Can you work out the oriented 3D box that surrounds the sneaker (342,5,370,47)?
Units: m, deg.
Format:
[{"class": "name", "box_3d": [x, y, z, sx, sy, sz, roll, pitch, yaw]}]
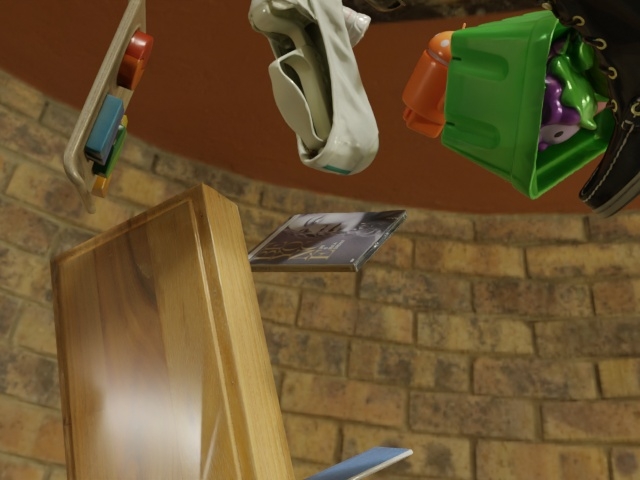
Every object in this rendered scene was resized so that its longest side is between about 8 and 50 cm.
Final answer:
[{"class": "sneaker", "box_3d": [0.016, -0.461, 1.694, 0.115, 0.090, 0.232, 34, -27, -15]}]

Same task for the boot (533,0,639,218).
[{"class": "boot", "box_3d": [0.220, -0.151, 0.596, 0.178, 0.085, 0.236, 29, -61, 6]}]

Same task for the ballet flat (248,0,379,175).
[{"class": "ballet flat", "box_3d": [-0.029, -0.283, 1.097, 0.139, 0.400, 0.139, -18, -5, -2]}]

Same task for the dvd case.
[{"class": "dvd case", "box_3d": [0.000, 0.000, 1.148, 0.221, 0.164, 0.018, -2, -62, 37]}]

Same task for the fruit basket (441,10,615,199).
[{"class": "fruit basket", "box_3d": [0.404, -0.225, 1.080, 0.392, 0.392, 0.283, 4, -65, 4]}]

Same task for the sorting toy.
[{"class": "sorting toy", "box_3d": [-0.236, -0.145, 0.892, 0.041, 0.229, 0.307, 17, -10, -10]}]

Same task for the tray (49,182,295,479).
[{"class": "tray", "box_3d": [-0.144, 0.167, 0.718, 0.203, 0.411, 0.076, -24, -29, 18]}]

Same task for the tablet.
[{"class": "tablet", "box_3d": [0.019, 0.162, 0.532, 0.083, 0.006, 0.054, -16, -4, -28]}]

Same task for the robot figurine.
[{"class": "robot figurine", "box_3d": [0.242, -0.315, 1.502, 0.128, 0.158, 0.219, 37, -62, 19]}]

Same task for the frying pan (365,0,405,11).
[{"class": "frying pan", "box_3d": [0.085, -0.400, 1.209, 0.197, 0.326, 0.053, 24, -67, -45]}]
